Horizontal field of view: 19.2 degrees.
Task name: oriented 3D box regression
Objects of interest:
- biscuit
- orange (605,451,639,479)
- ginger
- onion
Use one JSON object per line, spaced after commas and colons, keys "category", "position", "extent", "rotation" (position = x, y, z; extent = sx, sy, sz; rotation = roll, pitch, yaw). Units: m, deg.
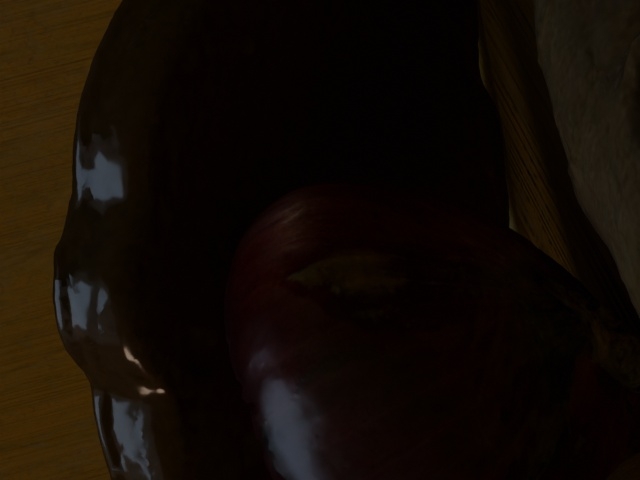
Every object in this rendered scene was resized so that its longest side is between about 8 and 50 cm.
{"category": "biscuit", "position": [0.000, 0.000, 1.004], "extent": [0.359, 0.074, 0.381], "rotation": [-54, -42, -31]}
{"category": "orange", "position": [0.141, 0.119, 0.725], "extent": [0.085, 0.085, 0.085], "rotation": [165, 90, -86]}
{"category": "ginger", "position": [0.119, -0.001, 0.558], "extent": [0.137, 0.074, 0.213], "rotation": [64, -168, -58]}
{"category": "onion", "position": [0.063, 0.074, 0.869], "extent": [0.248, 0.161, 0.248], "rotation": [49, -178, -2]}
